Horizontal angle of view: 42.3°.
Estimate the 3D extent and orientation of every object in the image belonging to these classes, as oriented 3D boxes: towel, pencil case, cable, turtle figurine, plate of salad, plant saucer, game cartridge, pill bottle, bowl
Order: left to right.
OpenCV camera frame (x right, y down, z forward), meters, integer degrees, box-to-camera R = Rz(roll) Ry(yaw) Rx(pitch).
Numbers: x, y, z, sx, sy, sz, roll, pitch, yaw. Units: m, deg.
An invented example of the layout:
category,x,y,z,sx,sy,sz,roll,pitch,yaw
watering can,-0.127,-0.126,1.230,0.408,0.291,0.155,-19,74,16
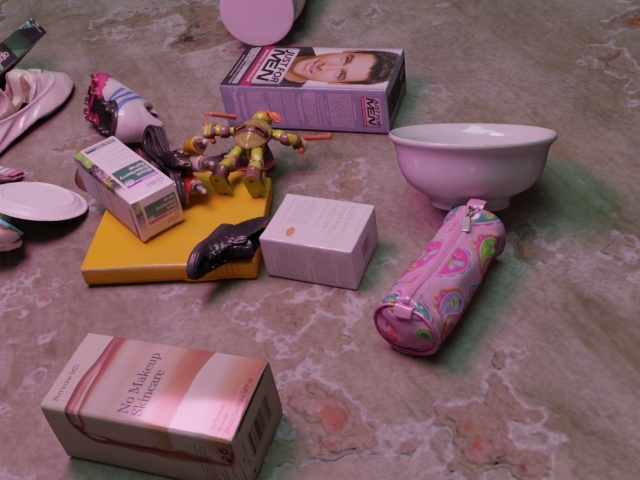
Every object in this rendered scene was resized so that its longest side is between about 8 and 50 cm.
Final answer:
category,x,y,z,sx,sy,sz,roll,pitch,yaw
towel,-0.750,-0.165,1.757,0.197,0.029,0.144,19,9,3
plate of salad,-0.573,-0.072,1.670,0.200,0.048,0.200,12,21,-5
plant saucer,-0.452,-0.163,1.789,0.168,0.029,0.168,-6,41,5
cable,-0.285,-0.152,1.638,0.072,0.139,0.287,0,14,-27
game cartridge,-0.261,-0.028,1.581,0.324,0.052,0.285,-1,41,7
turtle figurine,-0.123,-0.186,1.626,0.270,0.087,0.217,12,52,4
pill bottle,-0.142,-0.689,2.186,0.224,0.224,0.392,-3,40,9
pencil case,0.197,0.055,1.328,0.124,0.124,0.284,18,48,29
bowl,0.268,-0.129,1.480,0.298,0.134,0.298,0,15,0

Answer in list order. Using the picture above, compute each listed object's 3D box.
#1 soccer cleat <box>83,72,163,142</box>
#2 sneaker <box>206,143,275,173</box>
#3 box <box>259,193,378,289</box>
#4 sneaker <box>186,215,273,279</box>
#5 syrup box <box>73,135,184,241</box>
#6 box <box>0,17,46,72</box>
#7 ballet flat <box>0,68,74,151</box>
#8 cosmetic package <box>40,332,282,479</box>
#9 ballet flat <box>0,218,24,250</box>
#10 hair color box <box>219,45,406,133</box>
category,x,y,z,sx,sy,sz,roll,pitch,yaw
soccer cleat,-0.452,-0.294,1.898,0.143,0.116,0.331,8,22,-28
sneaker,-0.175,-0.178,1.718,0.158,0.065,0.061,-6,41,3
box,0.000,0.000,1.454,0.170,0.091,0.130,9,44,21
sneaker,-0.155,0.013,1.437,0.089,0.051,0.170,9,40,25
syrup box,-0.365,-0.102,1.573,0.093,0.096,0.237,-32,44,-25
box,-0.829,-0.396,2.025,0.232,0.058,0.322,-27,26,40
ballet flat,-0.726,-0.325,1.956,0.139,0.139,0.400,11,44,23
cosmetic package,-0.222,0.242,1.190,0.296,0.129,0.153,5,44,17
ballet flat,-0.731,-0.039,1.651,0.147,0.147,0.409,-37,44,-28
hair color box,-0.012,-0.339,1.836,0.374,0.113,0.185,5,42,17
